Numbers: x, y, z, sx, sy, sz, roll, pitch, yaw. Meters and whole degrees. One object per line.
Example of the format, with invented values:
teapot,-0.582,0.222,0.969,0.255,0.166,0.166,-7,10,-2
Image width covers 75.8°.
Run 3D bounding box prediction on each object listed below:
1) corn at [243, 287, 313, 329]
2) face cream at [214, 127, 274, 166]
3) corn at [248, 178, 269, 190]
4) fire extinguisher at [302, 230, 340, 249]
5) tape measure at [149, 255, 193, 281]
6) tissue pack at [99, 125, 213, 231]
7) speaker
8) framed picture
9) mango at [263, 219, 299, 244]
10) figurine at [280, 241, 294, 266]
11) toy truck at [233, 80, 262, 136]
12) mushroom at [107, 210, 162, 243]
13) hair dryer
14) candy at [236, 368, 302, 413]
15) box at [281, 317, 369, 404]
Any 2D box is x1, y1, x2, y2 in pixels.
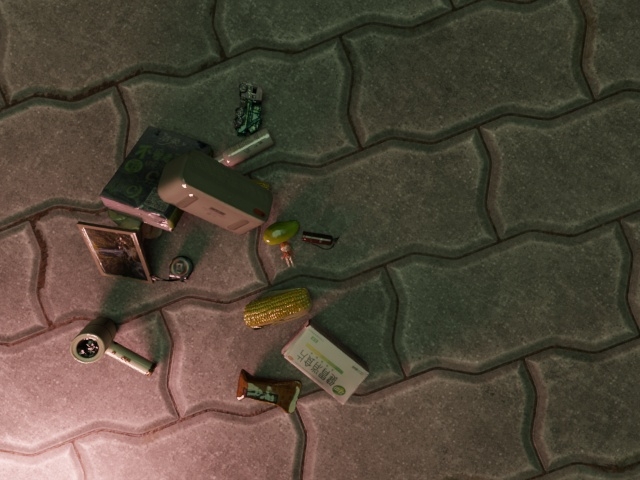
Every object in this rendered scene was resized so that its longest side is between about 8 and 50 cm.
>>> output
corn,-0.183,0.287,1.733,0.304,0.122,0.124,-15,118,5
face cream,-0.328,-0.383,1.745,0.268,0.082,0.082,-28,89,3
corn,-0.318,-0.234,1.752,0.206,0.067,0.068,8,91,0
fire extinguisher,0.000,0.000,1.756,0.157,0.045,0.078,8,119,1
tape measure,-0.615,0.119,1.718,0.104,0.179,0.107,8,92,18
tissue pack,-0.641,-0.258,1.652,0.287,0.124,0.395,18,61,0
speaker,-0.389,-0.178,1.582,0.406,0.184,0.184,27,61,-36
framed picture,-0.829,0.057,1.685,0.240,0.324,0.020,10,47,2
mango,-0.167,-0.038,1.743,0.165,0.074,0.091,-27,88,2
figurine,-0.141,0.059,1.759,0.064,0.047,0.109,-17,101,-5
toy truck,-0.298,-0.547,1.734,0.116,0.110,0.216,9,90,-11
mushroom,-0.769,-0.080,1.716,0.173,0.162,0.236,1,48,6
hair dryer,-0.842,0.476,1.734,0.361,0.203,0.128,36,89,-15
candy,-0.220,0.641,1.742,0.271,0.101,0.144,13,85,-4
box,0.021,0.492,1.705,0.332,0.145,0.173,39,90,1
